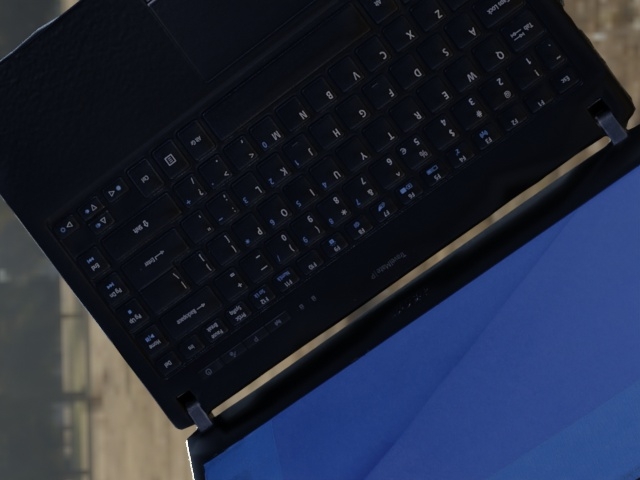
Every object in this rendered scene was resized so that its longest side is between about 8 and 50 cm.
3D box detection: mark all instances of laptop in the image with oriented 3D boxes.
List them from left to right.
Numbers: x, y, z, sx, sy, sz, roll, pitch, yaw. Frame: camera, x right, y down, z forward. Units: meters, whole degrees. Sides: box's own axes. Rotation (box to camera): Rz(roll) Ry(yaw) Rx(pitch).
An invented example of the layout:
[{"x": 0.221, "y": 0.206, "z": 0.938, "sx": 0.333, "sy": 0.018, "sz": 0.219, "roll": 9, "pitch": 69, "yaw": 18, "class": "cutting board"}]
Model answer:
[{"x": 0.000, "y": 0.000, "z": 0.660, "sx": 0.264, "sy": 0.234, "sz": 0.136, "roll": 54, "pitch": -164, "yaw": -4, "class": "laptop"}]
